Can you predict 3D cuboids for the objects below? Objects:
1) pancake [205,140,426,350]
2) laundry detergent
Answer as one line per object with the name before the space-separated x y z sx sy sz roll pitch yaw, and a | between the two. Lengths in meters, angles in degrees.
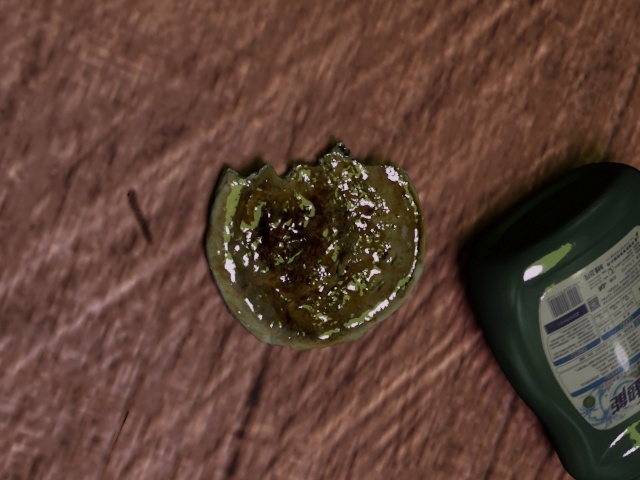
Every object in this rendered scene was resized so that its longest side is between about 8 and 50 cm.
pancake | 0.000 0.006 0.659 0.130 0.022 0.116 -14 102 -18
laundry detergent | 0.185 0.072 0.720 0.144 0.078 0.221 -37 109 -21
